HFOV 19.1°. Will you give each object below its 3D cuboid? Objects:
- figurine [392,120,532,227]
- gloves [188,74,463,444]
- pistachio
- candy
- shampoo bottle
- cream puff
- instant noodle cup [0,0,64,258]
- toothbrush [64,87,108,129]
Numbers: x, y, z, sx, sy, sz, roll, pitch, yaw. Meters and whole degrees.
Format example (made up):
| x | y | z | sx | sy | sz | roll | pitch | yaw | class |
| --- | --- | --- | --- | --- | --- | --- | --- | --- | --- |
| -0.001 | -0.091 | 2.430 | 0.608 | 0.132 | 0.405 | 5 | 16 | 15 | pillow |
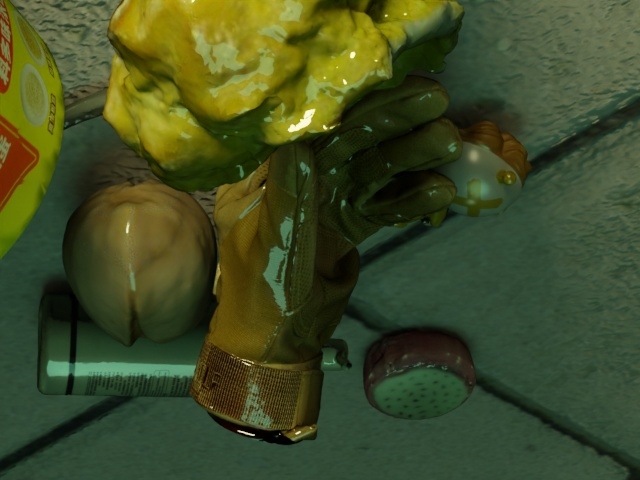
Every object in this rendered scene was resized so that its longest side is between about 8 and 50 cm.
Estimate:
| x | y | z | sx | sy | sz | roll | pitch | yaw | class |
| --- | --- | --- | --- | --- | --- | --- | --- | --- | --- |
| 0.093 | -0.047 | 1.460 | 0.143 | 0.068 | 0.101 | -1 | 141 | 25 | figurine |
| -0.007 | -0.006 | 1.424 | 0.154 | 0.141 | 0.331 | 8 | 115 | -26 | gloves |
| -0.139 | 0.021 | 1.475 | 0.125 | 0.124 | 0.185 | -6 | 144 | 2 | pistachio |
| 0.088 | 0.121 | 1.707 | 0.103 | 0.043 | 0.103 | -2 | 142 | -1 | candy |
| -0.107 | 0.092 | 1.612 | 0.263 | 0.085 | 0.085 | 3 | 144 | -10 | shampoo bottle |
| -0.009 | -0.140 | 1.146 | 0.185 | 0.281 | 0.282 | 22 | 143 | 4 | cream puff |
| -0.311 | -0.095 | 1.175 | 0.311 | 0.311 | 0.221 | -19 | 151 | 20 | instant noodle cup |
| -0.144 | -0.106 | 1.379 | 0.297 | 0.030 | 0.030 | -15 | 133 | 16 | toothbrush |
